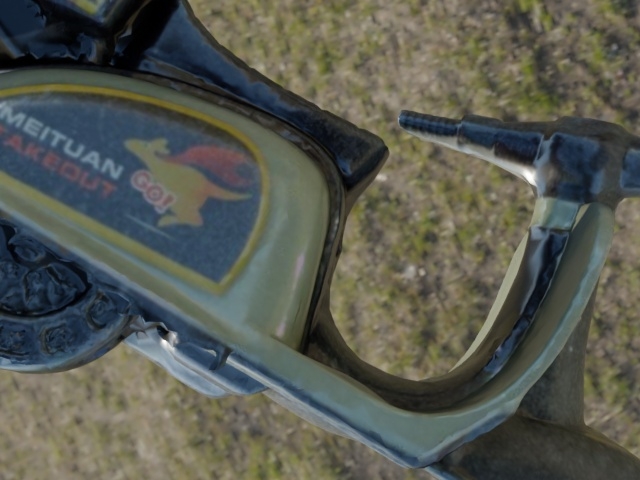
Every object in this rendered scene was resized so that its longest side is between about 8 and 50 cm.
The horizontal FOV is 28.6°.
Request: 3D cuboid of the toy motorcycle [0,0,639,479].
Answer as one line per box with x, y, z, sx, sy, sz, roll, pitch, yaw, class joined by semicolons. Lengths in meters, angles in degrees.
0.000;0.000;0.354;0.263;0.157;0.091;30;174;-4;toy motorcycle
